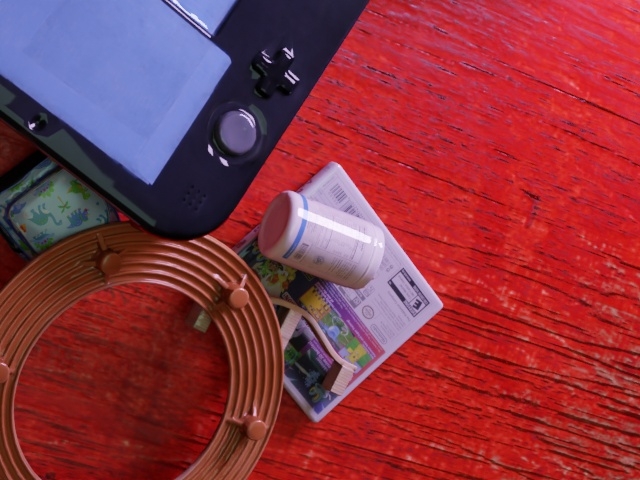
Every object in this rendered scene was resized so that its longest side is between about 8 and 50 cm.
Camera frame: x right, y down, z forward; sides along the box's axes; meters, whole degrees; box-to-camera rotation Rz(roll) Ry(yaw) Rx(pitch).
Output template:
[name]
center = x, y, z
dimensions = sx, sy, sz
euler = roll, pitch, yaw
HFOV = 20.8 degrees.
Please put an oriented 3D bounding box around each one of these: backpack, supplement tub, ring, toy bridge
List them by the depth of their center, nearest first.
[backpack]
center = -0.239, -0.020, 1.600
dimensions = 0.105, 0.084, 0.114
euler = -38, 116, -9
[ring]
center = -0.177, 0.146, 1.616
dimensions = 0.337, 0.032, 0.336
euler = -9, 110, -28
[supplement tub]
center = 0.000, 0.000, 1.687
dimensions = 0.107, 0.071, 0.071
euler = 21, 92, -27
[toy bridge]
center = -0.039, 0.091, 1.715
dimensions = 0.188, 0.026, 0.063
euler = 27, 90, -27

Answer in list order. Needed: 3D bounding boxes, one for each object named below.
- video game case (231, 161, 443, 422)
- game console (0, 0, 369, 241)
[video game case]
center = 0.003, 0.053, 1.754
dimensions = 0.183, 0.023, 0.201
euler = -42, 115, -10
[game console]
center = -0.169, -0.224, 1.538
dimensions = 0.386, 0.060, 0.342
euler = 39, 76, -21
